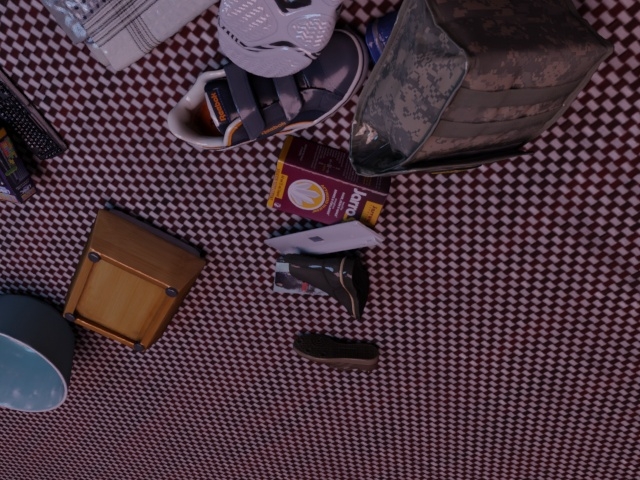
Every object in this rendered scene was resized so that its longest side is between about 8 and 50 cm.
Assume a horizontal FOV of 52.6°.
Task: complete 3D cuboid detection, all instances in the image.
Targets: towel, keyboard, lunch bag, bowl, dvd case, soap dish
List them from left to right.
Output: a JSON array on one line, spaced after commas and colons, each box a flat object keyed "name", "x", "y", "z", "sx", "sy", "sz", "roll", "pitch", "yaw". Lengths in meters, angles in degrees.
[{"name": "keyboard", "x": -0.549, "y": -0.214, "z": 1.149, "sx": 0.100, "sy": 0.038, "sz": 0.192, "roll": -18, "pitch": 124, "yaw": 27}, {"name": "bowl", "x": -0.703, "y": 0.243, "z": 1.507, "sx": 0.312, "sy": 0.163, "sz": 0.311, "roll": 7, "pitch": 132, "yaw": 8}, {"name": "towel", "x": -0.310, "y": -0.399, "z": 0.869, "sx": 0.324, "sy": 0.056, "sz": 0.312, "roll": -13, "pitch": 127, "yaw": 41}, {"name": "soap dish", "x": -0.394, "y": 0.094, "z": 1.331, "sx": 0.229, "sy": 0.118, "sz": 0.291, "roll": 28, "pitch": 130, "yaw": -11}, {"name": "dvd case", "x": -0.031, "y": 0.073, "z": 1.283, "sx": 0.120, "sy": 0.013, "sz": 0.087, "roll": 4, "pitch": 133, "yaw": -6}, {"name": "keyboard", "x": 0.000, "y": 0.000, "z": 1.158, "sx": 0.072, "sy": 0.014, "sz": 0.256, "roll": 37, "pitch": 150, "yaw": -31}, {"name": "lunch bag", "x": 0.104, "y": -0.270, "z": 0.922, "sx": 0.065, "sy": 0.067, "sz": 0.098, "roll": -14, "pitch": 128, "yaw": 25}, {"name": "lunch bag", "x": 0.189, "y": -0.184, "z": 0.864, "sx": 0.235, "sy": 0.169, "sz": 0.287, "roll": -10, "pitch": 151, "yaw": -26}]

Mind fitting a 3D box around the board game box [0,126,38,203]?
[{"name": "board game box", "x": -0.622, "y": -0.146, "z": 1.191, "sx": 0.170, "sy": 0.048, "sz": 0.141, "roll": 12, "pitch": 136, "yaw": 25}]

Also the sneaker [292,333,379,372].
[{"name": "sneaker", "x": 0.031, "y": 0.256, "z": 1.409, "sx": 0.188, "sy": 0.066, "sz": 0.071, "roll": 9, "pitch": 133, "yaw": 6}]

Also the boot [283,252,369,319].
[{"name": "boot", "x": 0.016, "y": 0.081, "z": 1.249, "sx": 0.137, "sy": 0.076, "sz": 0.198, "roll": 8, "pitch": 146, "yaw": 17}]

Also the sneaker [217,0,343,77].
[{"name": "sneaker", "x": 0.000, "y": -0.365, "z": 0.787, "sx": 0.137, "sy": 0.210, "sz": 0.366, "roll": 29, "pitch": 146, "yaw": -13}]

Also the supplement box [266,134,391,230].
[{"name": "supplement box", "x": 0.015, "y": -0.091, "z": 1.093, "sx": 0.188, "sy": 0.080, "sz": 0.104, "roll": 17, "pitch": 133, "yaw": -2}]

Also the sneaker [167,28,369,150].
[{"name": "sneaker", "x": -0.085, "y": -0.212, "z": 0.957, "sx": 0.321, "sy": 0.127, "sz": 0.126, "roll": -22, "pitch": 87, "yaw": 29}]
